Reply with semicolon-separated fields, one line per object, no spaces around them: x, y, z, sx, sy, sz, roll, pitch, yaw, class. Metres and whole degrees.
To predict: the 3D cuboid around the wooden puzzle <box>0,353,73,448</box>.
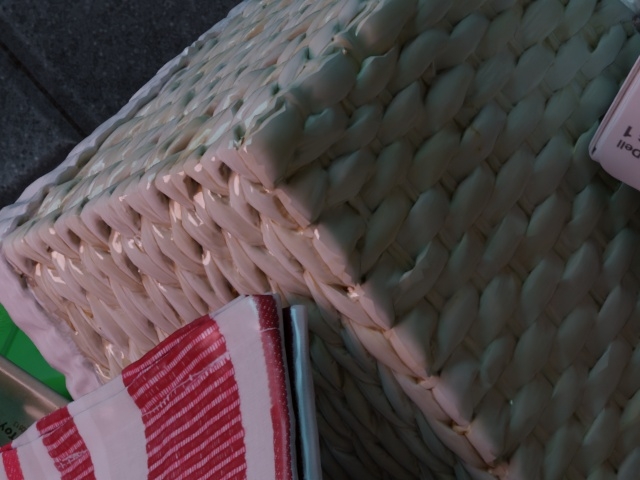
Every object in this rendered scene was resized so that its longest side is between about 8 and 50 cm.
-0.273;0.211;0.985;0.348;0.322;0.080;-52;-8;-41;wooden puzzle

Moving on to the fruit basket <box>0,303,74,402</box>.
-0.254;0.194;1.319;0.392;0.283;0.392;-20;18;7;fruit basket

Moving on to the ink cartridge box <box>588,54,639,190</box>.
0.302;-0.114;0.844;0.278;0.201;0.117;-54;-10;-39;ink cartridge box

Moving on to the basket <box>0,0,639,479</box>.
0.044;0.008;0.897;0.266;0.328;0.331;-22;21;49;basket

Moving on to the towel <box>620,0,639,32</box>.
0.267;-0.226;1.583;0.187;0.049;0.282;-46;17;-14;towel

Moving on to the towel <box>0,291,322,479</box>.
-0.116;0.188;0.762;0.329;0.037;0.237;-32;53;39;towel
